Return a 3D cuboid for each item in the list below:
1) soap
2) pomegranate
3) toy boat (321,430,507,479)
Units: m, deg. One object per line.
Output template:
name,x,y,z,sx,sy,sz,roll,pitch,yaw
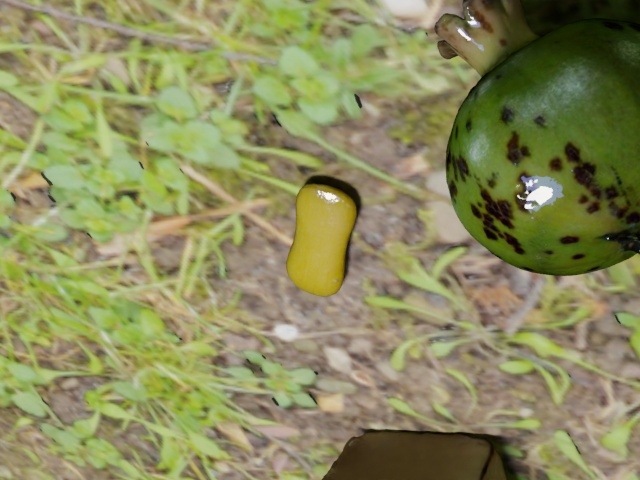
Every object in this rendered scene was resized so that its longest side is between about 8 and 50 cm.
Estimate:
soap,0.000,0.000,1.054,0.034,0.012,0.089,20,142,7
pomegranate,0.101,-0.057,0.866,0.161,0.122,0.122,57,141,10
toy boat,0.035,0.185,1.113,0.116,0.188,0.061,1,127,28
